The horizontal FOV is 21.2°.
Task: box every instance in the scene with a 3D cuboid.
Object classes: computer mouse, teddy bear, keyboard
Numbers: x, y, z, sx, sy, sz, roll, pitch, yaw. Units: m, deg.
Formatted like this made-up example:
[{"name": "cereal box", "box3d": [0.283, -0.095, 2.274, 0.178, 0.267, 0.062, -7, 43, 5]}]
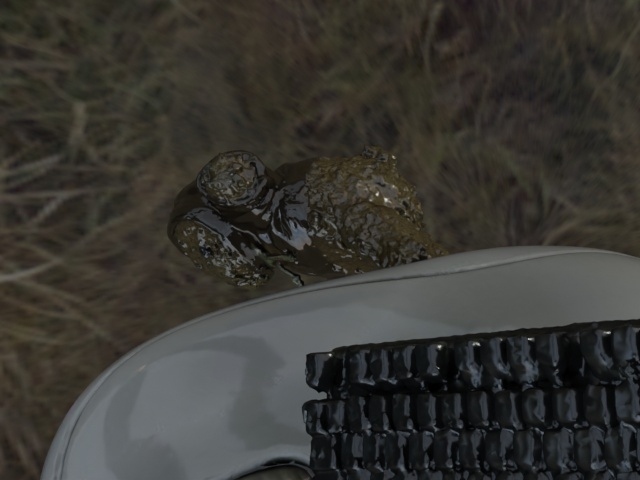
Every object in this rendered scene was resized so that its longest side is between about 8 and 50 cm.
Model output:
[{"name": "computer mouse", "box3d": [0.053, 0.089, 0.608, 0.297, 0.121, 0.184, -5, 61, -22]}, {"name": "teddy bear", "box3d": [0.005, -0.008, 0.755, 0.160, 0.119, 0.078, 15, 78, 33]}, {"name": "keyboard", "box3d": [0.066, 0.052, 0.386, 0.023, 0.231, 0.072, 9, 78, -35]}]
